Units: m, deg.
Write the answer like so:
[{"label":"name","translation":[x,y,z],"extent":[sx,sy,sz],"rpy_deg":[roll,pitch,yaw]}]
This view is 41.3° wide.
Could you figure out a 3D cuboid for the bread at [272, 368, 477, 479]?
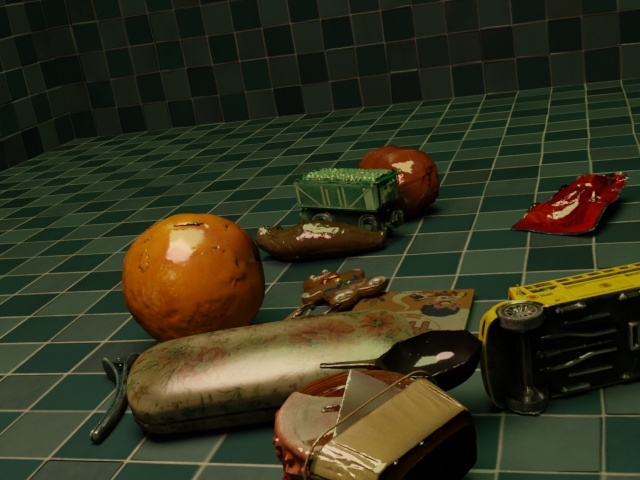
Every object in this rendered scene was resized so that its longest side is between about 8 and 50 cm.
[{"label":"bread","translation":[0.053,0.230,0.991],"extent":[0.224,0.142,0.212],"rpy_deg":[-25,27,-37]}]

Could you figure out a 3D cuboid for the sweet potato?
[{"label":"sweet potato","translation":[-0.001,-0.007,1.820],"extent":[0.285,0.085,0.112],"rpy_deg":[-6,14,9]}]

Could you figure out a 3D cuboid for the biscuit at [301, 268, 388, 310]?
[{"label":"biscuit","translation":[0.028,0.084,1.588],"extent":[0.138,0.031,0.205],"rpy_deg":[-24,15,-21]}]

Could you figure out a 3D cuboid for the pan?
[{"label":"pan","translation":[0.116,0.165,1.131],"extent":[0.202,0.048,0.128],"rpy_deg":[-3,18,34]}]

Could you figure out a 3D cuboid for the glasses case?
[{"label":"glasses case","translation":[-0.069,0.187,1.231],"extent":[0.425,0.098,0.156],"rpy_deg":[-9,34,3]}]

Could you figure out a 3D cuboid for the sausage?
[{"label":"sausage","translation":[0.182,-0.148,2.042],"extent":[0.141,0.153,0.268],"rpy_deg":[-21,20,-15]}]

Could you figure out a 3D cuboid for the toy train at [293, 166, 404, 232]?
[{"label":"toy train","translation":[0.066,-0.084,1.911],"extent":[0.269,0.154,0.115],"rpy_deg":[5,21,37]}]

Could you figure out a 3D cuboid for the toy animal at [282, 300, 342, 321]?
[{"label":"toy animal","translation":[-0.055,0.158,1.345],"extent":[0.219,0.086,0.069],"rpy_deg":[-33,61,4]}]

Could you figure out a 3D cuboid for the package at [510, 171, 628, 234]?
[{"label":"package","translation":[0.546,-0.086,1.815],"extent":[0.269,0.071,0.194],"rpy_deg":[-30,13,-40]}]

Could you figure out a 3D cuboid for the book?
[{"label":"book","translation":[0.134,0.148,1.393],"extent":[0.207,0.020,0.295],"rpy_deg":[-3,20,17]}]

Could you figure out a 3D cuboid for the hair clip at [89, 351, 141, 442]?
[{"label":"hair clip","translation":[-0.319,0.239,1.317],"extent":[0.070,0.039,0.229],"rpy_deg":[-9,19,-3]}]

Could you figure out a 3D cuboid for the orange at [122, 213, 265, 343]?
[{"label":"orange","translation":[-0.214,0.067,1.448],"extent":[0.246,0.246,0.246],"rpy_deg":[-9,18,3]}]

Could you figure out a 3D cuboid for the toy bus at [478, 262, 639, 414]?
[{"label":"toy bus","translation":[0.366,0.118,1.166],"extent":[0.330,0.144,0.152],"rpy_deg":[-11,19,-7]}]
